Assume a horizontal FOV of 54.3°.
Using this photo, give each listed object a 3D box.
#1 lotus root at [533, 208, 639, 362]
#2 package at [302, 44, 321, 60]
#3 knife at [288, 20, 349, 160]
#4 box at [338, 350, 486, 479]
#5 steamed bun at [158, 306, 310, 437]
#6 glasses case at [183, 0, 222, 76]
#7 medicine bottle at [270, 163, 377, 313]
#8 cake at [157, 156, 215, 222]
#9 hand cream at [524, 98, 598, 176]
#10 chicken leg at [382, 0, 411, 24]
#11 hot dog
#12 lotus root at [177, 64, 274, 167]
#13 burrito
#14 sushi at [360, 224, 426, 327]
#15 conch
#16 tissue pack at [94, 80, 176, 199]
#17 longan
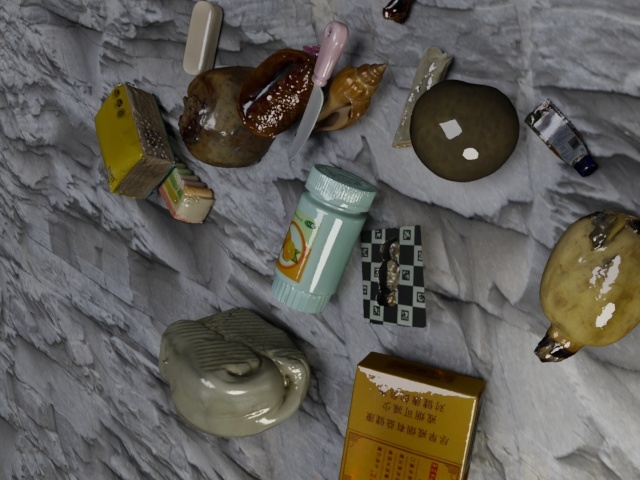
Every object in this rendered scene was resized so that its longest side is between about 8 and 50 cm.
[{"bbox_3d":[0.474,0.093,1.094,0.183,0.183,0.310,31,112,30],"label":"lotus root"},{"bbox_3d":[-0.019,-0.423,1.491,0.059,0.029,0.083,10,110,29],"label":"package"},{"bbox_3d":[-0.006,-0.322,1.405,0.081,0.043,0.335,55,133,52],"label":"knife"},{"bbox_3d":[0.180,0.472,1.327,0.264,0.116,0.415,10,101,21],"label":"box"},{"bbox_3d":[-0.222,0.334,1.506,0.368,0.343,0.255,36,117,47],"label":"steamed bun"},{"bbox_3d":[-0.318,-0.541,1.683,0.083,0.050,0.196,25,107,34],"label":"glasses case"},{"bbox_3d":[0.000,0.000,1.428,0.158,0.158,0.318,31,110,30],"label":"medicine bottle"},{"bbox_3d":[-0.403,-0.148,1.748,0.225,0.090,0.109,43,119,26],"label":"cake"},{"bbox_3d":[0.455,-0.189,1.172,0.062,0.039,0.163,-46,62,30],"label":"hand cream"},{"bbox_3d":[0.252,-0.623,1.256,0.158,0.096,0.407,48,122,2],"label":"chicken leg"},{"bbox_3d":[-0.093,-0.348,1.470,0.227,0.099,0.160,-35,109,13],"label":"hot dog"},{"bbox_3d":[-0.256,-0.320,1.585,0.272,0.192,0.272,6,100,42],"label":"lotus root"},{"bbox_3d":[0.217,-0.293,1.314,0.087,0.060,0.226,27,109,36],"label":"burrito"},{"bbox_3d":[0.174,0.079,1.375,0.192,0.051,0.215,-5,86,51],"label":"sushi"},{"bbox_3d":[0.048,-0.311,1.427,0.109,0.093,0.330,56,143,-1],"label":"conch"},{"bbox_3d":[-0.537,-0.282,1.780,0.192,0.134,0.270,-39,60,31],"label":"tissue pack"},{"bbox_3d":[0.271,-0.212,1.207,0.212,0.198,0.198,34,112,13],"label":"longan"}]
